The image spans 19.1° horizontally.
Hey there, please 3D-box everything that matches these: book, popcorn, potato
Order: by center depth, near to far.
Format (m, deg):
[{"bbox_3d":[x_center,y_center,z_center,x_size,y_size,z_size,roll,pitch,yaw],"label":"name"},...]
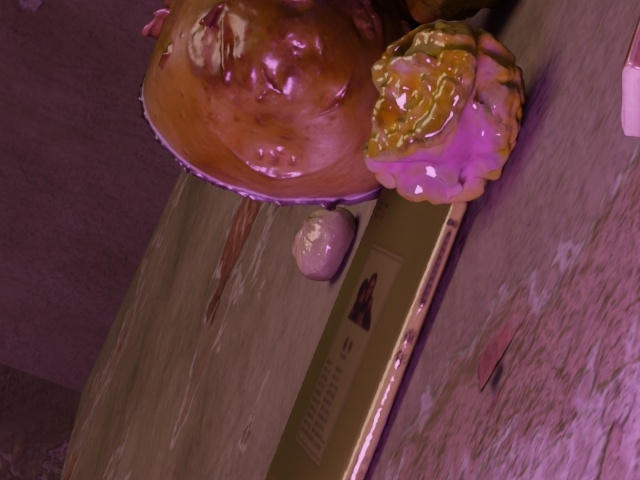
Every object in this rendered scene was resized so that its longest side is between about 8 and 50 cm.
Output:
[{"bbox_3d":[0.218,-0.171,1.139,0.138,0.016,0.198,56,-127,-73],"label":"book"},{"bbox_3d":[0.097,-0.101,1.485,0.126,0.126,0.145,-71,-17,-64],"label":"popcorn"},{"bbox_3d":[0.031,0.116,1.638,0.239,0.035,0.352,-147,79,-78],"label":"book"},{"bbox_3d":[0.002,-0.175,1.741,0.246,0.300,0.196,60,145,19],"label":"potato"}]

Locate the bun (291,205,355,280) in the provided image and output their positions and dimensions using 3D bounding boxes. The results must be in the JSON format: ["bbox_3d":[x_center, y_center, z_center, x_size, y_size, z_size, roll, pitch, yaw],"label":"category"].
[{"bbox_3d":[0.000,0.000,1.988,0.086,0.055,0.086,-158,90,-80],"label":"bun"}]

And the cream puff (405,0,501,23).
[{"bbox_3d":[0.132,-0.261,1.704,0.146,0.116,0.146,178,90,-65],"label":"cream puff"}]
